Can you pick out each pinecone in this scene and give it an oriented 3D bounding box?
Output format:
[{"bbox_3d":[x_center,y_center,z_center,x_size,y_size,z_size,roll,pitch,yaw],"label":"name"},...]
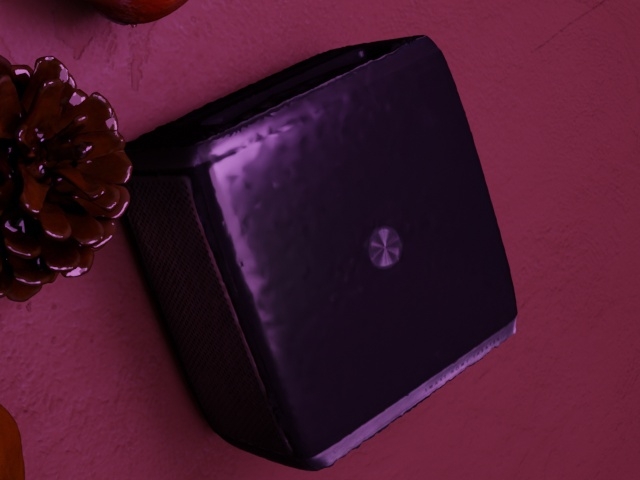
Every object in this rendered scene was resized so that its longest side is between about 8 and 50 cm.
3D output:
[{"bbox_3d":[-0.302,-0.071,1.140,0.264,0.264,0.264,-4,96,-38],"label":"pinecone"}]

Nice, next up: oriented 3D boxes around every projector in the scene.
[{"bbox_3d":[0.000,0.000,1.386,0.395,0.242,0.405,-30,110,-30],"label":"projector"}]

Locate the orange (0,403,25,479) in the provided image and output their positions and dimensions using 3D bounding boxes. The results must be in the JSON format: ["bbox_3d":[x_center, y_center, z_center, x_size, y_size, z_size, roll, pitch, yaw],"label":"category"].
[{"bbox_3d":[-0.416,0.242,1.116,0.249,0.183,0.249,0,90,-20],"label":"orange"}]

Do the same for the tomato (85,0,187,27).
[{"bbox_3d":[-0.204,-0.345,1.207,0.188,0.232,0.232,-35,121,12],"label":"tomato"}]
